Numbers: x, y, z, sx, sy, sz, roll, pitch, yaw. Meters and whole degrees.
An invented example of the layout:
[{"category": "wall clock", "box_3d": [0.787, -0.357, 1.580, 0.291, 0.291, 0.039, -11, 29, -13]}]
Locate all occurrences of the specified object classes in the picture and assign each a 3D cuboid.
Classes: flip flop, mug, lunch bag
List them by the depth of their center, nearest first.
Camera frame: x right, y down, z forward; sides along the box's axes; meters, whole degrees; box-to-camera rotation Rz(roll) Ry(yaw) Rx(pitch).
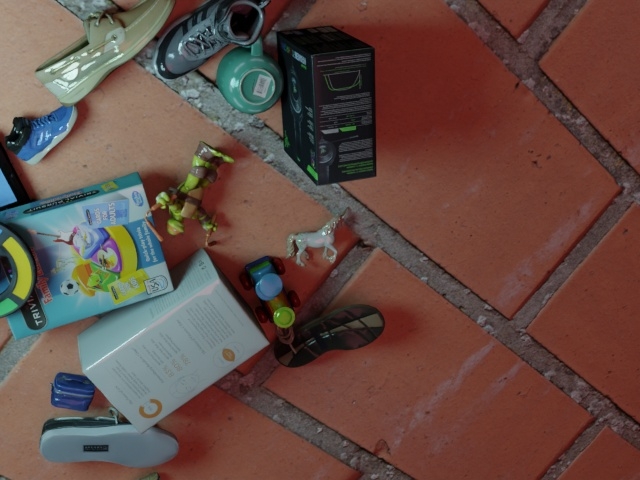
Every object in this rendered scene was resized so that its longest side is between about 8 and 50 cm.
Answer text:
[{"category": "mug", "box_3d": [-0.145, -0.334, 1.748, 0.130, 0.097, 0.157, -31, 120, -4]}, {"category": "lunch bag", "box_3d": [-0.554, 0.332, 1.919, 0.099, 0.067, 0.065, 14, 107, -23]}, {"category": "flip flop", "box_3d": [0.019, 0.222, 2.071, 0.277, 0.080, 0.112, -24, 108, 10]}]

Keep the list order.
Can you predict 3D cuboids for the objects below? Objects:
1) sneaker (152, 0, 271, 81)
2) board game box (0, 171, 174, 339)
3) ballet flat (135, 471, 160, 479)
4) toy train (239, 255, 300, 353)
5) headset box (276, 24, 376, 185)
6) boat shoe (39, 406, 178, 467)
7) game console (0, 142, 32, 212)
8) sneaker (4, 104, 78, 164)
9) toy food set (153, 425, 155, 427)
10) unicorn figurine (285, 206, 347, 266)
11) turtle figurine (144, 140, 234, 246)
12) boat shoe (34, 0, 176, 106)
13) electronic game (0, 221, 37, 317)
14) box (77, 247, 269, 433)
[{"category": "sneaker", "box_3d": [-0.210, -0.399, 1.665, 0.269, 0.153, 0.101, -40, 119, 1]}, {"category": "board game box", "box_3d": [-0.496, 0.032, 1.753, 0.336, 0.079, 0.253, -18, 118, -12]}, {"category": "ballet flat", "box_3d": [-0.469, 0.637, 2.088, 0.067, 0.073, 0.206, 33, 96, -14]}, {"category": "toy train", "box_3d": [-0.087, 0.165, 1.940, 0.105, 0.143, 0.248, -25, 104, -7]}, {"category": "headset box", "box_3d": [0.010, -0.269, 1.749, 0.131, 0.246, 0.282, -11, 117, -16]}, {"category": "boat shoe", "box_3d": [-0.482, 0.451, 1.978, 0.307, 0.105, 0.113, 0, 117, -13]}, {"category": "game console", "box_3d": [-0.641, -0.045, 1.735, 0.213, 0.044, 0.361, -23, 118, -8]}, {"category": "sneaker", "box_3d": [-0.547, -0.222, 1.674, 0.152, 0.058, 0.085, -43, 137, 10]}, {"category": "toy food set", "box_3d": [-0.424, 0.469, 2.053, 0.083, 0.020, 0.082, -27, 119, -7]}, {"category": "unicorn figurine", "box_3d": [0.000, 0.000, 1.970, 0.162, 0.060, 0.111, -13, 117, -14]}, {"category": "turtle figurine", "box_3d": [-0.264, -0.092, 1.808, 0.217, 0.087, 0.269, -61, 151, 1]}, {"category": "boat shoe", "box_3d": [-0.406, -0.384, 1.633, 0.302, 0.109, 0.098, -39, 121, 7]}, {"category": "electronic game", "box_3d": [-0.656, 0.053, 1.636, 0.230, 0.048, 0.229, -1, 118, -3]}, {"category": "box", "box_3d": [-0.324, 0.217, 1.892, 0.345, 0.168, 0.215, -35, 120, -3]}]
